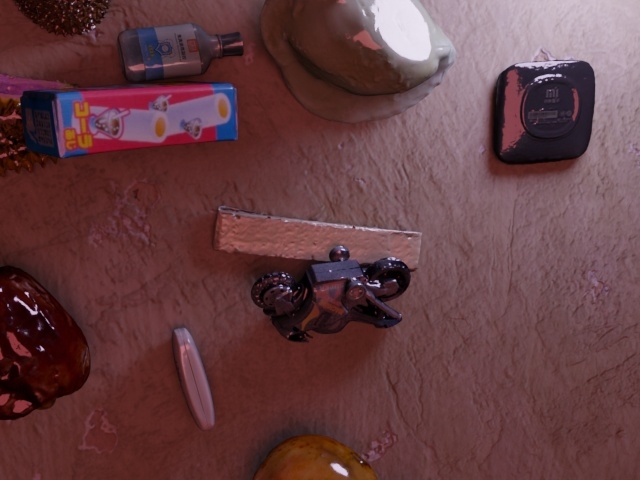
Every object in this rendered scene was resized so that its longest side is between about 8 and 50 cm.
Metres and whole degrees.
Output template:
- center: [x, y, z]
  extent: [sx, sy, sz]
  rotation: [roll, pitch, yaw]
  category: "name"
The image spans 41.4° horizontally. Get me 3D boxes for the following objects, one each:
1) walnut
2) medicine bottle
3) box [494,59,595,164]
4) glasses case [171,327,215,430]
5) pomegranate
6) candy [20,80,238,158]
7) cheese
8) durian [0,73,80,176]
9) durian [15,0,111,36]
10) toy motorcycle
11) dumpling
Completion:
- center: [-0.523, 0.167, 1.403]
  extent: [0.221, 0.244, 0.269]
  rotation: [-32, 102, -47]
  category: "walnut"
- center: [-0.236, -0.324, 1.444]
  extent: [0.208, 0.053, 0.090]
  rotation: [-11, 85, -18]
  category: "medicine bottle"
- center: [0.437, -0.248, 1.638]
  extent: [0.212, 0.042, 0.201]
  rotation: [-4, 99, -14]
  category: "box"
- center: [-0.232, 0.253, 1.543]
  extent: [0.049, 0.076, 0.197]
  rotation: [-16, 104, -13]
  category: "glasses case"
- center: [-0.009, 0.481, 1.558]
  extent: [0.248, 0.248, 0.248]
  rotation: [-2, 100, -14]
  category: "pomegranate"
- center: [-0.301, -0.198, 1.354]
  extent: [0.306, 0.157, 0.100]
  rotation: [-13, 106, -35]
  category: "candy"
- center: [0.000, 0.002, 1.578]
  extent: [0.400, 0.034, 0.085]
  rotation: [8, 98, -15]
  category: "cheese"
- center: [-0.544, -0.184, 1.368]
  extent: [0.341, 0.112, 0.191]
  rotation: [6, 96, -17]
  category: "durian"
- center: [-0.408, -0.409, 1.373]
  extent: [0.188, 0.091, 0.148]
  rotation: [-7, 102, -15]
  category: "durian"
- center: [0.019, 0.110, 1.558]
  extent: [0.307, 0.108, 0.173]
  rotation: [-4, 130, -17]
  category: "toy motorcycle"
- center: [0.063, -0.338, 1.444]
  extent: [0.320, 0.212, 0.270]
  rotation: [44, 90, -6]
  category: "dumpling"
